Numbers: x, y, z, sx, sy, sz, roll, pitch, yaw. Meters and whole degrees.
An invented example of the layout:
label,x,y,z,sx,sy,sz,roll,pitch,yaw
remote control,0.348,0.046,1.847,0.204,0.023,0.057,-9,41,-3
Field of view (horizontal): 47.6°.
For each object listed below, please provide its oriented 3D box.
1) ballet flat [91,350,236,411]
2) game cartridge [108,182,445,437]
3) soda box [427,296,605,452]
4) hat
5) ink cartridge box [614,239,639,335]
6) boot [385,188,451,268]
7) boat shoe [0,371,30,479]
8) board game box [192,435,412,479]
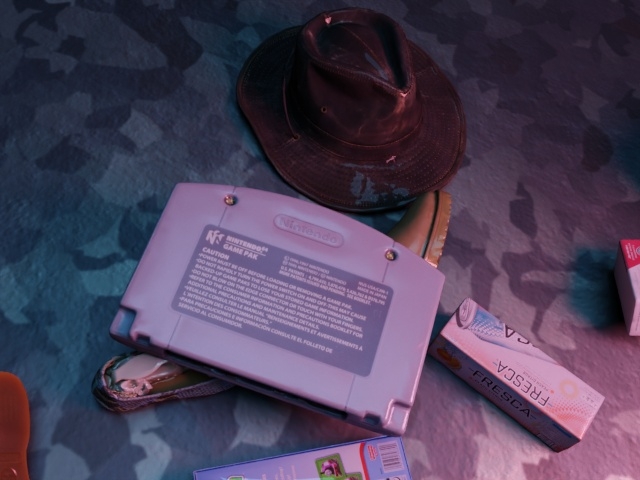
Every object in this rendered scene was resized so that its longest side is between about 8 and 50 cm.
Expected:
label,x,y,z,sx,sy,sz,roll,pitch,yaw
ballet flat,-0.139,0.128,0.745,0.188,0.070,0.070,-17,64,-19
game cartridge,-0.033,0.056,0.729,0.297,0.062,0.198,19,60,1
soda box,0.212,0.147,0.798,0.183,0.058,0.063,37,61,11
hat,0.055,-0.207,0.935,0.331,0.134,0.331,5,59,-8
ink cartridge box,0.434,0.054,0.849,0.150,0.063,0.109,-1,40,11
boot,0.000,0.000,0.831,0.269,0.089,0.236,19,58,3
boat shoe,-0.309,0.227,0.662,0.073,0.073,0.207,-25,55,22
board game box,-0.006,0.283,0.692,0.211,0.039,0.160,-6,61,-14
